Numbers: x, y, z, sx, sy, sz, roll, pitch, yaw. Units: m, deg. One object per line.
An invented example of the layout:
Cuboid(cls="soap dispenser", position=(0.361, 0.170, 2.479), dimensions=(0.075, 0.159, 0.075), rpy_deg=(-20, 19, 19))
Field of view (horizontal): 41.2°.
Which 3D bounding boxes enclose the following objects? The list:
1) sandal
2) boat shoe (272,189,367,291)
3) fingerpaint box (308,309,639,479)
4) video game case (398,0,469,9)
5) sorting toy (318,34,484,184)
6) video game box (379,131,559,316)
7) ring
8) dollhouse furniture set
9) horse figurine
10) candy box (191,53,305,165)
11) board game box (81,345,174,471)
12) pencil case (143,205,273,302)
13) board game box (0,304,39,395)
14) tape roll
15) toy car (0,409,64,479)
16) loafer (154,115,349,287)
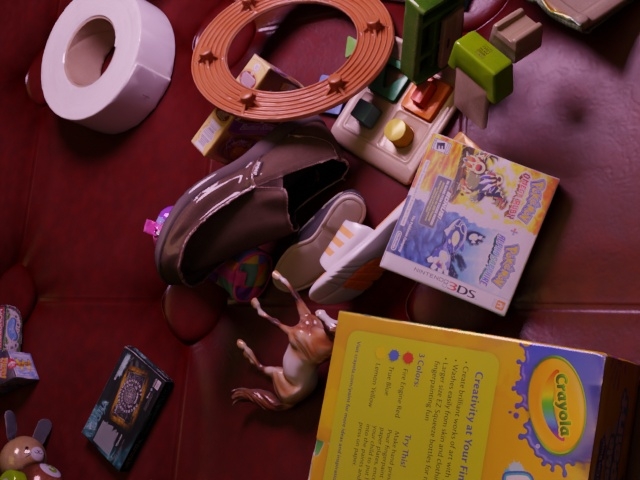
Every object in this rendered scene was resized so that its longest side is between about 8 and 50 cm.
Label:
Cuboid(cls="sandal", position=(0.080, -0.009, 1.281), dimensions=(0.265, 0.102, 0.076), rpy_deg=(-43, 57, 8))
Cuboid(cls="boat shoe", position=(0.000, 0.000, 1.362), dimensions=(0.206, 0.075, 0.065), rpy_deg=(-49, 14, 21))
Cuboid(cls="fingerpaint box", position=(0.175, 0.339, 1.086), dimensions=(0.371, 0.163, 0.445), rpy_deg=(5, 82, 35))
Cuboid(cls="video game case", position=(0.179, -0.435, 1.363), dimensions=(0.166, 0.015, 0.119), rpy_deg=(19, 89, 36))
Cuboid(cls="sorting toy", position=(0.118, -0.209, 1.329), dimensions=(0.348, 0.047, 0.196), rpy_deg=(35, 99, 34))
Cuboid(cls="video game box", position=(0.205, -0.022, 1.181), dimensions=(0.187, 0.048, 0.205), rpy_deg=(21, 91, 6))
Cuboid(cls="ring", position=(-0.049, -0.322, 1.378), dimensions=(0.336, 0.032, 0.336), rpy_deg=(-7, 53, 9))
Cuboid(cls="dollhouse furniture set", position=(0.291, -0.310, 1.217), dimensions=(0.301, 0.151, 0.197), rpy_deg=(-35, 63, -15))
Cuboid(cls="horse figurine", position=(-0.050, 0.176, 1.306), dimensions=(0.174, 0.066, 0.263), rpy_deg=(39, 124, 25))
Cuboid(cls="candy box", position=(-0.121, -0.213, 1.451), dimensions=(0.186, 0.109, 0.053), rpy_deg=(-53, 56, 12))
Cuboid(cls="board game box", position=(-0.347, 0.300, 1.527), dimensions=(0.126, 0.026, 0.186), rpy_deg=(32, 97, 35))
Cuboid(cls="pencil case", position=(-0.190, 0.019, 1.448), dimensions=(0.236, 0.104, 0.104), rpy_deg=(25, 93, 34))
Cuboid(cls="board game box", position=(-0.651, 0.233, 1.726), dimensions=(0.194, 0.060, 0.194), rpy_deg=(-8, 74, 31))
Cuboid(cls="tape roll", position=(-0.424, -0.358, 1.694), dimensions=(0.286, 0.100, 0.286), rpy_deg=(-9, 73, 32))
Cuboid(cls="toy car", position=(-0.533, 0.405, 1.561), dimensions=(0.149, 0.155, 0.188), rpy_deg=(-29, 52, 25))
Cuboid(cls="loafer", position=(-0.099, -0.055, 1.320), dimensions=(0.366, 0.134, 0.130), rpy_deg=(-44, 59, -12))
